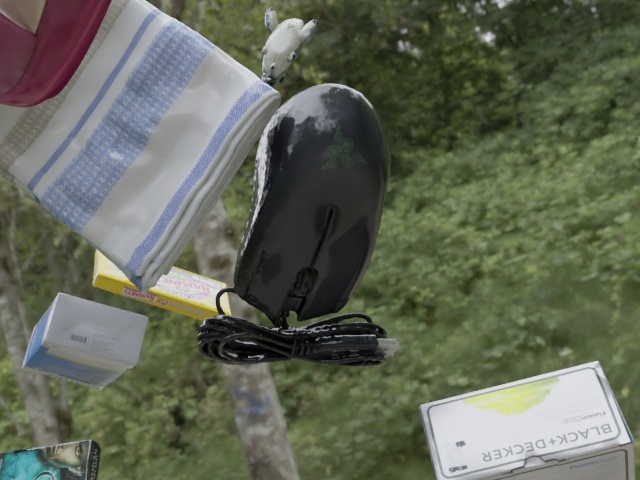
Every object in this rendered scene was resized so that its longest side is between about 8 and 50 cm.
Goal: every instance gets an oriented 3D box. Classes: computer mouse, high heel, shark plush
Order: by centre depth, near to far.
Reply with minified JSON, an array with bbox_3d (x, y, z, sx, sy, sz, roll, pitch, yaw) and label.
[{"bbox_3d":[-0.120,-0.176,0.550,0.244,0.082,0.117,-55,-14,10],"label":"high heel"},{"bbox_3d":[0.000,0.000,0.886,0.189,0.272,0.072,4,18,-16],"label":"computer mouse"},{"bbox_3d":[-0.046,-0.238,1.340,0.073,0.161,0.067,7,-29,3],"label":"shark plush"}]

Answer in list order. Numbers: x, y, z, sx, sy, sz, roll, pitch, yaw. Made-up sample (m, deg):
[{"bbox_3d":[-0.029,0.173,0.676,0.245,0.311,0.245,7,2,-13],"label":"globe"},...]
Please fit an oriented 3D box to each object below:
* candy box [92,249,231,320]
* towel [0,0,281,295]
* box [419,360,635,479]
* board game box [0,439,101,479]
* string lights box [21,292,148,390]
[{"bbox_3d":[-0.233,0.066,1.475,0.206,0.105,0.027,19,-67,-19],"label":"candy box"},{"bbox_3d":[-0.194,-0.114,0.877,0.209,0.285,0.034,-55,-18,3],"label":"towel"},{"bbox_3d":[0.205,0.246,0.941,0.169,0.087,0.290,-16,-44,6],"label":"box"},{"bbox_3d":[-0.311,0.318,1.098,0.126,0.186,0.026,-12,-35,15],"label":"board game box"},{"bbox_3d":[-0.359,0.158,1.496,0.133,0.076,0.260,18,-22,-19],"label":"string lights box"}]
